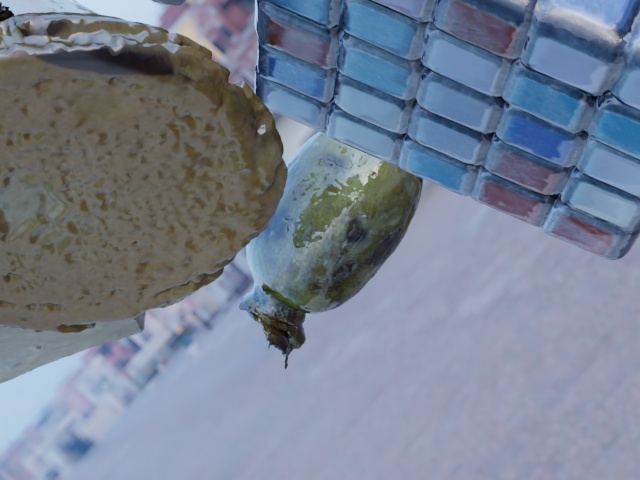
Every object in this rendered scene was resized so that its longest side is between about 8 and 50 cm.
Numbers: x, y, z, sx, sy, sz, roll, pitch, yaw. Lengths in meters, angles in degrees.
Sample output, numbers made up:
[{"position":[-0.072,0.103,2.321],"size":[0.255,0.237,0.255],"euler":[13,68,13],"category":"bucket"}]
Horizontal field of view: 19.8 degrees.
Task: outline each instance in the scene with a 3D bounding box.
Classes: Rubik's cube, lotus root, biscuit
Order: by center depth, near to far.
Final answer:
[{"position":[-0.129,-0.031,0.913],"size":[0.226,0.226,0.042],"euler":[-47,38,35],"category":"biscuit"},{"position":[0.139,-0.203,1.172],"size":[0.292,0.287,0.293],"euler":[98,-164,-68],"category":"Rubik's cube"},{"position":[-0.002,-0.001,1.855],"size":[0.278,0.154,0.154],"euler":[-57,-1,16],"category":"lotus root"}]

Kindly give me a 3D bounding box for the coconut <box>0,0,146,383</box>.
[{"position":[-0.300,-0.040,1.436],"size":[0.415,0.415,0.344],"euler":[-49,-21,-31],"category":"coconut"}]

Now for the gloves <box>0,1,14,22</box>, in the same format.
[{"position":[-0.269,-0.093,1.122],"size":[0.135,0.312,0.210],"euler":[-40,-28,-52],"category":"gloves"}]

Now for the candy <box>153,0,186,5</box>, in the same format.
[{"position":[-0.179,-0.243,1.113],"size":[0.157,0.289,0.214],"euler":[-57,38,16],"category":"candy"}]
